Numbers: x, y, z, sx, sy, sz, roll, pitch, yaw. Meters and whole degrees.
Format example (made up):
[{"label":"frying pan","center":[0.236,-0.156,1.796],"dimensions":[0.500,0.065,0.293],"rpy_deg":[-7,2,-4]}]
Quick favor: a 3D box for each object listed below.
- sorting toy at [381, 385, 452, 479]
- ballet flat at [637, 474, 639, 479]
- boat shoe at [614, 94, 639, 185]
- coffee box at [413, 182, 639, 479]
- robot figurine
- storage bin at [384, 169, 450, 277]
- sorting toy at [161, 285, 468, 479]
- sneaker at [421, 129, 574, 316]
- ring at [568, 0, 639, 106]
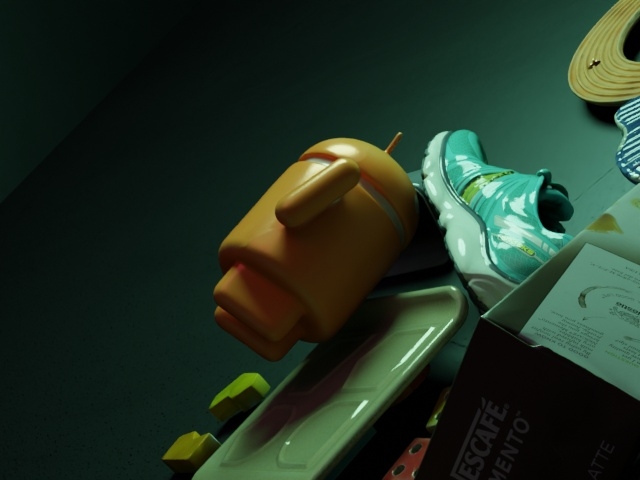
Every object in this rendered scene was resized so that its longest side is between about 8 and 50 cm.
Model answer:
[{"label":"sorting toy","center":[0.140,0.122,1.060],"dimensions":[0.132,0.046,0.274],"rpy_deg":[-46,21,-26]},{"label":"ballet flat","center":[0.262,0.112,0.814],"dimensions":[0.124,0.116,0.342],"rpy_deg":[9,42,38]},{"label":"boat shoe","center":[0.279,-0.067,1.223],"dimensions":[0.066,0.066,0.183],"rpy_deg":[-27,15,19]},{"label":"coffee box","center":[0.158,0.076,0.861],"dimensions":[0.246,0.098,0.141],"rpy_deg":[-31,-35,-56]},{"label":"robot figurine","center":[0.001,-0.001,1.317],"dimensions":[0.128,0.158,0.219],"rpy_deg":[11,53,48]},{"label":"storage bin","center":[0.084,-0.032,1.458],"dimensions":[0.135,0.098,0.091],"rpy_deg":[-15,18,47]},{"label":"sorting toy","center":[-0.015,0.143,1.291],"dimensions":[0.229,0.041,0.307],"rpy_deg":[-50,17,-24]},{"label":"sneaker","center":[0.159,-0.017,1.292],"dimensions":[0.110,0.107,0.275],"rpy_deg":[-28,30,7]},{"label":"ring","center":[0.390,-0.228,1.465],"dimensions":[0.336,0.032,0.336],"rpy_deg":[-33,19,13]}]
